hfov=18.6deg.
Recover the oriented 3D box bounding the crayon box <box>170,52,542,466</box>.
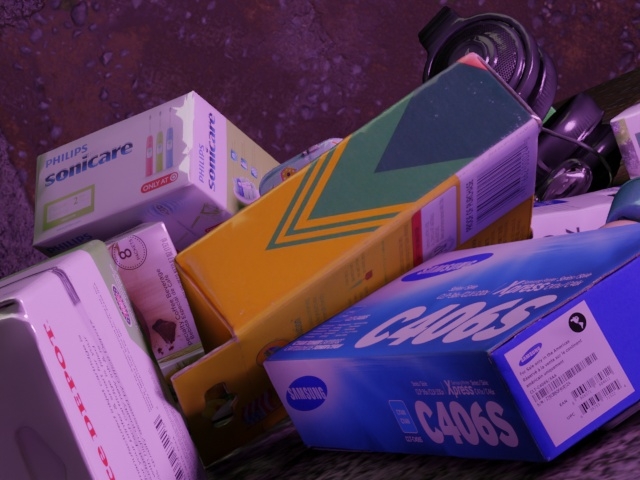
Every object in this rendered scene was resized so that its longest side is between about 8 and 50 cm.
[{"bbox_3d":[0.012,0.019,1.435,0.318,0.081,0.202,-35,-22,-13],"label":"crayon box"}]

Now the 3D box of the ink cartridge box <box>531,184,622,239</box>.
[{"bbox_3d":[0.125,0.009,1.665,0.333,0.065,0.165,-10,4,-5],"label":"ink cartridge box"}]

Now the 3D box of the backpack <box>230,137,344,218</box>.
[{"bbox_3d":[0.000,0.000,1.934,0.188,0.144,0.166,-30,-39,18],"label":"backpack"}]

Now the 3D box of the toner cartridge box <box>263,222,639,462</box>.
[{"bbox_3d":[0.104,0.065,1.238,0.165,0.075,0.348,-29,7,-22],"label":"toner cartridge box"}]

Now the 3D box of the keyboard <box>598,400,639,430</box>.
[{"bbox_3d":[0.139,0.097,1.224,0.072,0.014,0.256,-25,5,-23],"label":"keyboard"}]

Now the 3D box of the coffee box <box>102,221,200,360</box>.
[{"bbox_3d":[-0.262,0.115,1.875,0.297,0.168,0.119,-25,6,-15],"label":"coffee box"}]

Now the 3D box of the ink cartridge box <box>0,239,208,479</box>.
[{"bbox_3d":[-0.172,0.123,1.238,0.115,0.198,0.273,-22,5,7],"label":"ink cartridge box"}]

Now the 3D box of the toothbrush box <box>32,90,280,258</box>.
[{"bbox_3d":[-0.137,-0.013,2.079,0.206,0.122,0.283,-19,-37,25],"label":"toothbrush box"}]

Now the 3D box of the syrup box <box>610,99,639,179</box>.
[{"bbox_3d":[0.374,-0.113,1.919,0.093,0.096,0.237,-19,5,29],"label":"syrup box"}]

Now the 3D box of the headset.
[{"bbox_3d":[0.200,-0.108,2.049,0.185,0.243,0.394,-46,21,8],"label":"headset"}]

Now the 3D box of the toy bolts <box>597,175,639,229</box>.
[{"bbox_3d":[0.263,-0.054,1.359,0.158,0.218,0.228,-35,-6,-41],"label":"toy bolts"}]

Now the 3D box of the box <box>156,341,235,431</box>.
[{"bbox_3d":[-0.159,0.147,1.685,0.324,0.063,0.067,-23,5,-4],"label":"box"}]
